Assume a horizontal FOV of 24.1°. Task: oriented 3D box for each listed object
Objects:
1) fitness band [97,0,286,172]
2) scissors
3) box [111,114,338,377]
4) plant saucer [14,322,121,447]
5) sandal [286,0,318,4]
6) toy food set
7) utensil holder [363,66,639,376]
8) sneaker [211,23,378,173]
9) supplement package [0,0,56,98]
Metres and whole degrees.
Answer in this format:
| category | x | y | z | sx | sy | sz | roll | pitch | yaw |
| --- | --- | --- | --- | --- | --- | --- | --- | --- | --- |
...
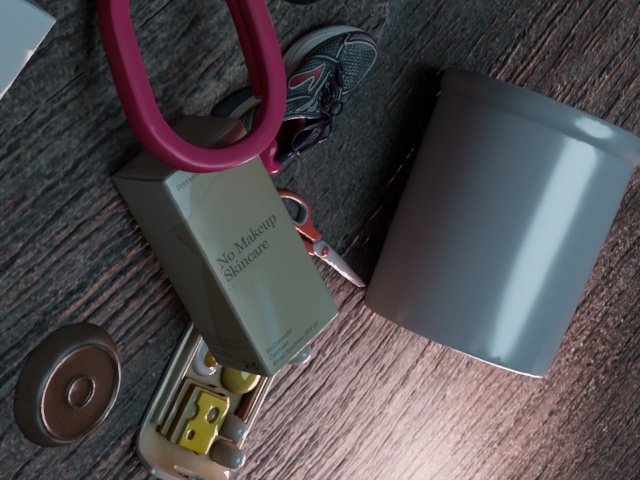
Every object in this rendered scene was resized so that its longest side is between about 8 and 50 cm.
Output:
| category | x | y | z | sx | sy | sz | roll | pitch | yaw |
| --- | --- | --- | --- | --- | --- | --- | --- | --- | --- |
| fitness band | -0.152 | -0.224 | 1.772 | 0.209 | 0.054 | 0.291 | -19 | 94 | -30 |
| scissors | 0.000 | 0.000 | 2.189 | 0.297 | 0.021 | 0.109 | 17 | 91 | -51 |
| box | -0.118 | 0.006 | 1.905 | 0.148 | 0.121 | 0.311 | -44 | 121 | -28 |
| plant saucer | -0.311 | 0.187 | 1.892 | 0.168 | 0.029 | 0.168 | -25 | 124 | -43 |
| sandal | -0.002 | -0.448 | 1.900 | 0.086 | 0.120 | 0.303 | -26 | 127 | -59 |
| toy food set | -0.114 | 0.207 | 2.090 | 0.219 | 0.092 | 0.306 | 32 | 81 | -53 |
| utensil holder | 0.270 | -0.027 | 2.266 | 0.327 | 0.327 | 0.386 | 18 | 96 | -53 |
| sneaker | -0.018 | -0.180 | 2.007 | 0.299 | 0.112 | 0.121 | -44 | 137 | -29 |
| supplement package | -0.401 | -0.198 | 1.419 | 0.203 | 0.194 | 0.149 | -52 | 144 | 8 |
